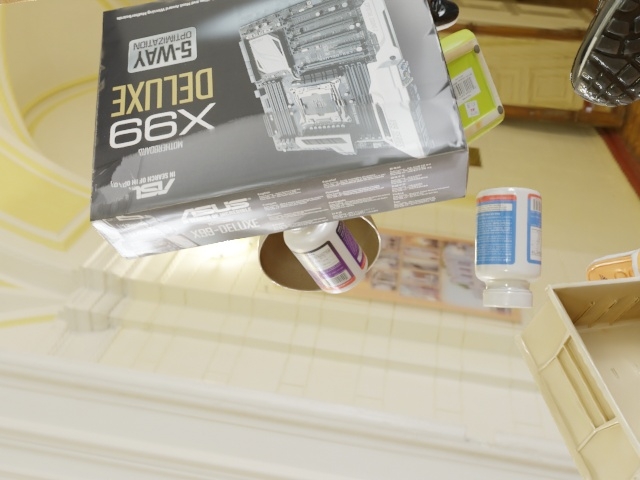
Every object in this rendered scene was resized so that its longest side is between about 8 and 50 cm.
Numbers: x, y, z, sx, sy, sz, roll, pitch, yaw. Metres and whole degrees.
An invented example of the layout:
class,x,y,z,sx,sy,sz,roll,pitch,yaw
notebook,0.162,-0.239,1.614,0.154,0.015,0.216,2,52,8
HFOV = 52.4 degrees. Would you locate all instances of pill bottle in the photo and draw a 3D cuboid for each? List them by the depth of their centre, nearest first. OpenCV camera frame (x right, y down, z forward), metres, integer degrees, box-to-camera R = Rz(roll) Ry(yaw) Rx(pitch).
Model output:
class,x,y,z,sx,sy,sz,roll,pitch,yaw
pill bottle,0.000,0.000,1.187,0.193,0.108,0.108,54,-145,-38
pill bottle,0.358,0.017,1.247,0.124,0.124,0.221,56,-143,-82

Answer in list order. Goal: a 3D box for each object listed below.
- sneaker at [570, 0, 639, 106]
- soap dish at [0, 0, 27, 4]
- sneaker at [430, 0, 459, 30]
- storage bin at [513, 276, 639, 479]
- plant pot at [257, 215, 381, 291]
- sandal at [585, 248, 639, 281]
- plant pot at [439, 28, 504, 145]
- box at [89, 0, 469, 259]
class,x,y,z,sx,sy,sz,roll,pitch,yaw
sneaker,0.325,-0.260,0.618,0.283,0.107,0.124,-57,24,13
soap dish,-0.350,-0.354,0.545,0.291,0.118,0.229,47,-160,-44
sneaker,0.208,-0.527,1.425,0.121,0.217,0.079,104,172,-77
storage bin,0.437,0.187,0.851,0.123,0.262,0.260,109,150,-48
plant pot,-0.014,-0.038,1.548,0.284,0.284,0.191,92,170,-47
sandal,0.548,0.064,1.099,0.102,0.076,0.265,61,150,0
plant pot,0.207,-0.270,1.261,0.228,0.207,0.227,-33,-74,-31
box,-0.044,-0.128,0.589,0.076,0.307,0.242,71,-169,-60
